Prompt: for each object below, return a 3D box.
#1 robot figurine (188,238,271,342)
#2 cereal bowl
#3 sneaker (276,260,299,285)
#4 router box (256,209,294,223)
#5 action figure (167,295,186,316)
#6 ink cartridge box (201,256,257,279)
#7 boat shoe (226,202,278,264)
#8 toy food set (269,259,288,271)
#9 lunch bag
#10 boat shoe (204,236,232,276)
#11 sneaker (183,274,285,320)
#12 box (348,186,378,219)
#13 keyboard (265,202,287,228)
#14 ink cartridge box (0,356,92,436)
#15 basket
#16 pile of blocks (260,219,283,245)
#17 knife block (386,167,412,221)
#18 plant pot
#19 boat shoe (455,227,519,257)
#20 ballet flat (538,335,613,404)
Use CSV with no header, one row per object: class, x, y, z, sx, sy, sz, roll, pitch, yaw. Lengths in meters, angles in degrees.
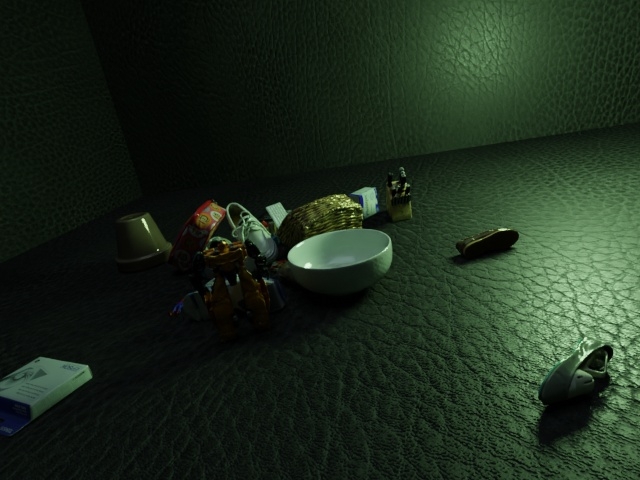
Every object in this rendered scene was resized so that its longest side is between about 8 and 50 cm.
robot figurine,-0.240,0.130,1.221,0.211,0.290,0.085,-15,19,-13
cereal bowl,0.070,0.081,1.422,0.340,0.141,0.339,-10,19,4
sneaker,-0.111,0.127,1.540,0.071,0.066,0.188,-30,15,-3
router box,-0.239,-0.114,2.311,0.179,0.045,0.133,-4,20,20
action figure,-0.479,0.220,1.507,0.038,0.030,0.115,-12,16,13
ink cartridge box,-0.365,0.094,1.720,0.191,0.082,0.140,7,27,39
boat shoe,-0.299,-0.050,1.820,0.136,0.156,0.367,-32,47,-7
toy food set,-0.153,0.097,1.689,0.083,0.020,0.083,-11,19,0
lunch bag,-0.512,-0.026,1.872,0.120,0.293,0.258,33,22,-8
boat shoe,-0.373,0.035,1.627,0.109,0.094,0.302,-19,23,-10
sneaker,-0.267,0.153,1.426,0.316,0.127,0.182,-8,21,12
box,0.208,-0.178,2.121,0.072,0.126,0.137,10,28,43
keyboard,-0.156,-0.068,1.949,0.072,0.014,0.256,-19,57,-23
ink cartridge box,-0.757,0.390,1.138,0.224,0.045,0.224,-1,22,27
basket,-0.009,-0.086,1.760,0.300,0.213,0.223,-21,41,-26
pile of blocks,-0.214,-0.040,1.980,0.363,0.112,0.149,-23,22,-31
knife block,0.344,-0.220,1.987,0.088,0.241,0.275,-9,19,3
plant pot,-0.838,-0.005,2.051,0.263,0.229,0.263,-10,18,3
boat shoe,0.560,-0.001,1.490,0.207,0.073,0.073,-13,21,-7
ballet flat,0.486,0.245,0.825,0.213,0.072,0.068,-24,27,-35
